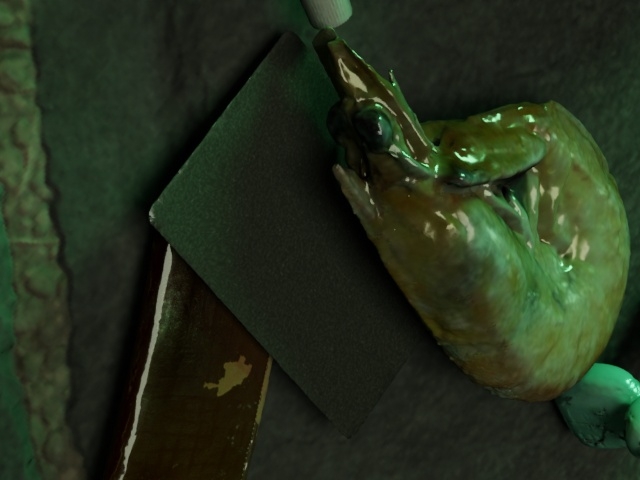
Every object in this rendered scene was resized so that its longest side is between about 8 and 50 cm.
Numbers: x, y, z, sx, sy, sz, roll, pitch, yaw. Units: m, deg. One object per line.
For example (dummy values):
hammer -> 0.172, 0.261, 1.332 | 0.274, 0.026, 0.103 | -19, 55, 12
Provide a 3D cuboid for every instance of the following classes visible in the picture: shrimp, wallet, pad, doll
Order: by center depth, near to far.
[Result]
wallet -> -0.070, 0.071, 1.115 | 0.095, 0.026, 0.176 | 7, 95, -35
pad -> 0.000, 0.000, 1.134 | 0.143, 0.003, 0.211 | -54, 128, -21
shrimp -> 0.097, -0.027, 1.165 | 0.168, 0.077, 0.317 | -57, 133, -22
doll -> 0.244, 0.085, 1.246 | 0.159, 0.158, 0.059 | -35, 121, -12

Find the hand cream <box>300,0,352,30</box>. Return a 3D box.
hand cream -> -0.040, -0.222, 1.036 | 0.084, 0.050, 0.257 | -32, 116, -18
